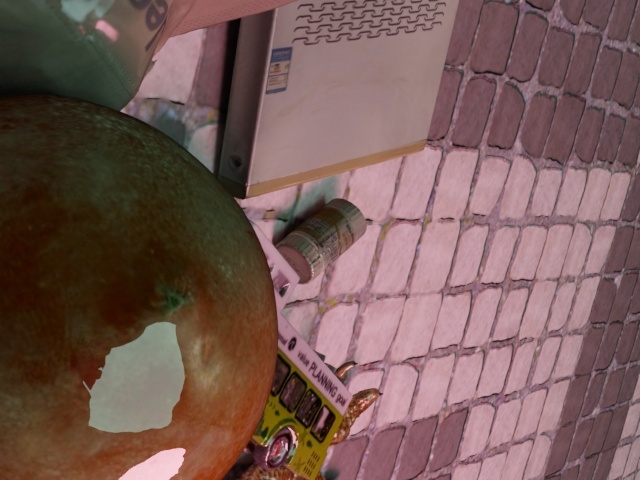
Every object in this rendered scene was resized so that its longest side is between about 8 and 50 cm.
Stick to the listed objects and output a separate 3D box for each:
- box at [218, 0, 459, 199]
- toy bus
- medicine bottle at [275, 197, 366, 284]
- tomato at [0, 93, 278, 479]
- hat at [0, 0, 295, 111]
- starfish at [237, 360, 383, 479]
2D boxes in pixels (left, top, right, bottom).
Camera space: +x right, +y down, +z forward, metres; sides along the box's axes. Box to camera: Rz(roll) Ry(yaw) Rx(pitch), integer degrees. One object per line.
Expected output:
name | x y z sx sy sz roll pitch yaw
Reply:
box | 0.022 -0.152 0.985 0.270 0.045 0.210 -21 128 -49
toy bus | -0.070 0.093 0.939 0.139 0.113 0.301 -59 148 -16
medicine bottle | 0.000 0.000 1.040 0.083 0.047 0.047 -40 137 -38
tomato | -0.147 0.048 0.647 0.270 0.223 0.270 4 84 -40
hat | -0.101 -0.154 0.679 0.214 0.245 0.149 49 46 -53
starfish | -0.015 0.236 1.135 0.236 0.062 0.277 3 107 -58
